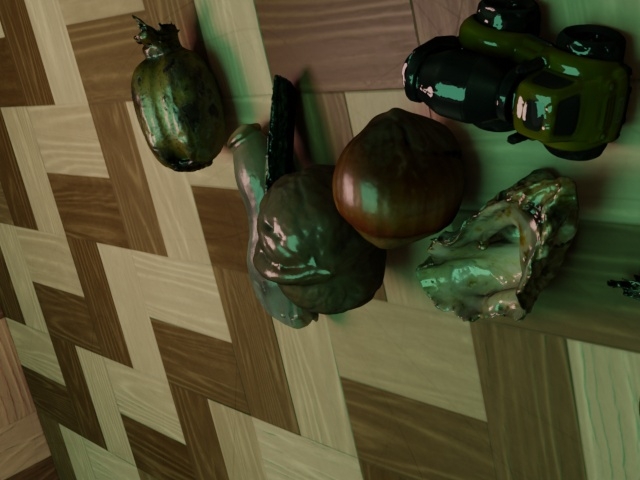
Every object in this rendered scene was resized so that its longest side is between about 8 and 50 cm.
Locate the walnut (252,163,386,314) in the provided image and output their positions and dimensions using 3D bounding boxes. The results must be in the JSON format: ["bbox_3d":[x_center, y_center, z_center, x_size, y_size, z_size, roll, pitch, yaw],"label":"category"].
[{"bbox_3d":[0.000,0.000,1.364,0.224,0.224,0.224,30,132,40],"label":"walnut"}]

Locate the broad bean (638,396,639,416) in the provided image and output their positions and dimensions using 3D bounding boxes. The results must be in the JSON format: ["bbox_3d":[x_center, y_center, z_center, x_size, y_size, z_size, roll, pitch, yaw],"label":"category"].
[{"bbox_3d":[0.403,0.188,1.105,0.063,0.045,0.083,33,126,35],"label":"broad bean"}]

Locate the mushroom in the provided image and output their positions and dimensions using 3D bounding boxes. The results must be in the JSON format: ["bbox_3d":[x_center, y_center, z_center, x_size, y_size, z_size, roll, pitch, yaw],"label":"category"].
[{"bbox_3d":[-0.078,-0.022,1.563,0.109,0.097,0.351,2,108,49],"label":"mushroom"}]

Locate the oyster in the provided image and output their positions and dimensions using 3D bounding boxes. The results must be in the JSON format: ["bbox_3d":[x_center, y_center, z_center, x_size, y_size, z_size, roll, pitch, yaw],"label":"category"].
[{"bbox_3d":[0.231,0.007,1.166,0.166,0.110,0.341,55,147,24],"label":"oyster"}]

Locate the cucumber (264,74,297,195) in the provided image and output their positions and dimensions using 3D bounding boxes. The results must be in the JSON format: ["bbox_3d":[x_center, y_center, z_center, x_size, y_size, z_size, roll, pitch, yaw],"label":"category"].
[{"bbox_3d":[-0.066,-0.143,1.469,0.070,0.046,0.220,-148,63,-76],"label":"cucumber"}]

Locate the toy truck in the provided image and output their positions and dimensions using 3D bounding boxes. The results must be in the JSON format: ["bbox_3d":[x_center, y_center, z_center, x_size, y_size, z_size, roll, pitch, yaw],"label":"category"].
[{"bbox_3d":[0.212,-0.167,1.034,0.224,0.165,0.147,31,132,38],"label":"toy truck"}]

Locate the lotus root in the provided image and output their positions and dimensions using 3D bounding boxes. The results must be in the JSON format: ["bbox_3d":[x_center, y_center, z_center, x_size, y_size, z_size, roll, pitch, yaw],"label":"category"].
[{"bbox_3d":[-0.246,-0.250,1.601,0.154,0.154,0.278,-2,110,53],"label":"lotus root"}]

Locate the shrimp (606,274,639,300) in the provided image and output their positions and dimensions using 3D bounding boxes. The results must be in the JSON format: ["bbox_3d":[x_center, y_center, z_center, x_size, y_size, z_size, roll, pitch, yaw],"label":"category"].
[{"bbox_3d":[0.396,0.041,1.043,0.161,0.034,0.091,8,104,43],"label":"shrimp"}]

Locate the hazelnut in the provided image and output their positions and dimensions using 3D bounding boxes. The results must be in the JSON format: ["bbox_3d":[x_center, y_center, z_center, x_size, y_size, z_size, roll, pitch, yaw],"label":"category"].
[{"bbox_3d":[0.095,-0.079,1.227,0.182,0.182,0.182,30,132,40],"label":"hazelnut"}]
